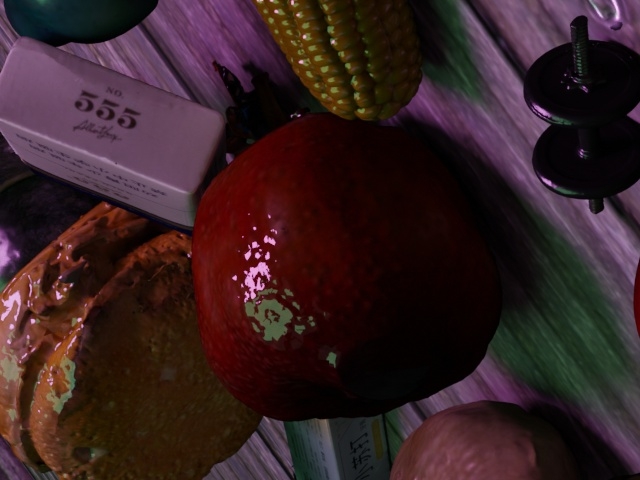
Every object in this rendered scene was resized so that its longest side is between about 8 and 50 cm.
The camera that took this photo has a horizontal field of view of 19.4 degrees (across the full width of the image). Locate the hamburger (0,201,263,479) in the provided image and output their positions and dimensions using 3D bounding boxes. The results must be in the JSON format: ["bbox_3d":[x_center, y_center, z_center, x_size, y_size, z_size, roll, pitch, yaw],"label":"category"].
[{"bbox_3d":[-0.170,0.093,1.716,0.170,0.290,0.314,35,148,33],"label":"hamburger"}]

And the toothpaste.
[{"bbox_3d":[0.012,0.179,1.774,0.089,0.071,0.313,38,154,31],"label":"toothpaste"}]

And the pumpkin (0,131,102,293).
[{"bbox_3d":[-0.266,0.016,1.932,0.300,0.207,0.300,56,172,11],"label":"pumpkin"}]

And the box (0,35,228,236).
[{"bbox_3d":[-0.156,-0.073,1.448,0.168,0.071,0.259,21,174,0],"label":"box"}]

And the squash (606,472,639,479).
[{"bbox_3d":[0.237,0.256,1.230,0.172,0.218,0.218,24,-175,-44],"label":"squash"}]

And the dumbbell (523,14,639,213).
[{"bbox_3d":[0.152,-0.068,1.067,0.069,0.069,0.147,37,154,38],"label":"dumbbell"}]

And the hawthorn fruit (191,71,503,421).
[{"bbox_3d":[0.000,0.000,1.331,0.266,0.210,0.230,63,164,9],"label":"hawthorn fruit"}]

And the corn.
[{"bbox_3d":[-0.019,-0.208,1.175,0.106,0.106,0.305,20,144,57],"label":"corn"}]

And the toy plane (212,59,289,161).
[{"bbox_3d":[-0.049,-0.094,1.464,0.135,0.062,0.188,55,173,7],"label":"toy plane"}]

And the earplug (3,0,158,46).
[{"bbox_3d":[-0.178,-0.276,1.328,0.257,0.280,0.164,23,-164,-13],"label":"earplug"}]

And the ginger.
[{"bbox_3d":[0.128,0.200,1.455,0.138,0.152,0.267,28,179,-6],"label":"ginger"}]

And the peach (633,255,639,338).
[{"bbox_3d":[0.219,0.034,1.052,0.101,0.100,0.101,45,158,24],"label":"peach"}]
